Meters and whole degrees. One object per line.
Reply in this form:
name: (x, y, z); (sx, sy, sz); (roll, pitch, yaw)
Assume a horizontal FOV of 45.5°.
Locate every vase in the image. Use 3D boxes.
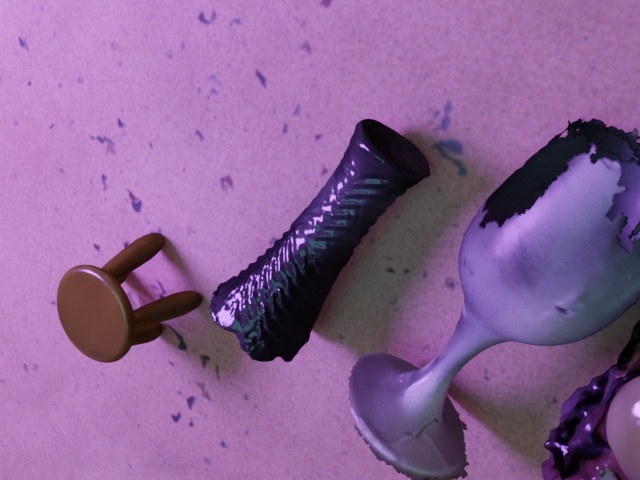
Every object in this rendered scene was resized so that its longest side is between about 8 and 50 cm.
vase: (0.000, 0.000, 0.710); (0.115, 0.115, 0.237); (44, 120, 12)

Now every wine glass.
wine glass: (0.151, 0.054, 0.614); (0.143, 0.143, 0.321); (42, 120, 14)

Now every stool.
stool: (-0.217, 0.067, 0.856); (0.135, 0.110, 0.134); (15, 114, 26)

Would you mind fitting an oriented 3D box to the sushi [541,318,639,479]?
sushi: (0.271, 0.107, 0.503); (0.171, 0.236, 0.270); (39, 125, 25)
